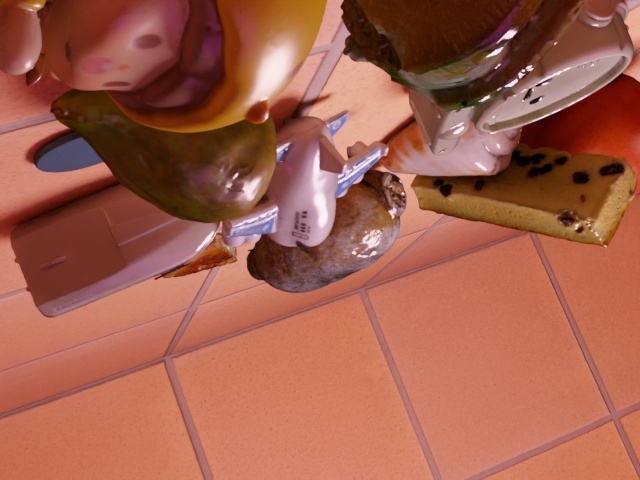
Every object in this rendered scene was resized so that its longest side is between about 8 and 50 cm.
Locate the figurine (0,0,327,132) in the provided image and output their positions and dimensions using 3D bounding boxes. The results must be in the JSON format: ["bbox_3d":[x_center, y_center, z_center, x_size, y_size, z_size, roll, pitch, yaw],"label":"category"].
[{"bbox_3d":[-0.152,-0.163,0.602,0.343,0.187,0.215,-2,168,-40],"label":"figurine"}]

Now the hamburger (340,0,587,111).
[{"bbox_3d":[0.133,-0.227,0.852,0.288,0.192,0.167,-29,177,33],"label":"hamburger"}]

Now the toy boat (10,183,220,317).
[{"bbox_3d":[-0.262,-0.001,1.288,0.269,0.141,0.141,-22,169,-12],"label":"toy boat"}]

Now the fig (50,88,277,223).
[{"bbox_3d":[-0.144,-0.115,0.974,0.167,0.167,0.233,-25,132,18],"label":"fig"}]

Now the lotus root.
[{"bbox_3d":[0.000,0.002,1.737,0.349,0.175,0.175,-29,167,31],"label":"lotus root"}]

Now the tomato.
[{"bbox_3d":[0.465,-0.168,1.662,0.255,0.225,0.256,-34,-179,0],"label":"tomato"}]

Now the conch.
[{"bbox_3d":[0.214,-0.142,1.536,0.255,0.127,0.158,-31,167,40],"label":"conch"}]

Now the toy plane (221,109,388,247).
[{"bbox_3d":[-0.024,-0.075,1.327,0.266,0.123,0.267,-32,160,-13],"label":"toy plane"}]

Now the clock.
[{"bbox_3d":[0.280,-0.233,1.276,0.324,0.109,0.265,-22,169,-2],"label":"clock"}]

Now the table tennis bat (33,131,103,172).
[{"bbox_3d":[-0.245,-0.108,1.098,0.155,0.019,0.100,-18,168,-13],"label":"table tennis bat"}]

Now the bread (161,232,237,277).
[{"bbox_3d":[-0.221,0.028,1.704,0.135,0.054,0.154,-25,163,7],"label":"bread"}]

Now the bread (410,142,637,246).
[{"bbox_3d":[0.317,-0.088,1.554,0.361,0.077,0.138,14,-122,45],"label":"bread"}]
